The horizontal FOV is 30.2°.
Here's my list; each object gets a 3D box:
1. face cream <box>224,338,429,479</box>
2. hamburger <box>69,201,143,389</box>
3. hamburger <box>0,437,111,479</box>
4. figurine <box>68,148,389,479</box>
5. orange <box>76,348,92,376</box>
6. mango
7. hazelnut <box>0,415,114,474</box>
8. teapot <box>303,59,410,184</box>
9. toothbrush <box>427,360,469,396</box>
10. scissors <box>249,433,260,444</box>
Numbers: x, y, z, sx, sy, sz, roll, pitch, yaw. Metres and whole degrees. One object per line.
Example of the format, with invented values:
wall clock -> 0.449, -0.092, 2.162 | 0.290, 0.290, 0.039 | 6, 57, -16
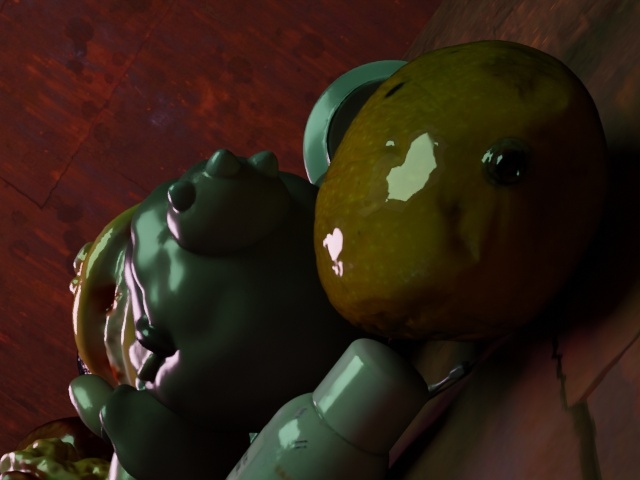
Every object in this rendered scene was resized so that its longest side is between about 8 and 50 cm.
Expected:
face cream -> -0.031, 0.175, 0.726 | 0.269, 0.082, 0.082 | -55, 5, 14
hamburger -> -0.174, 0.096, 1.440 | 0.261, 0.186, 0.303 | -24, -62, -48
hamburger -> -0.244, 0.291, 1.176 | 0.149, 0.237, 0.237 | -54, 4, -27
figurine -> -0.078, 0.103, 0.929 | 0.248, 0.203, 0.381 | 6, -65, -52
orange -> -0.237, 0.180, 1.698 | 0.182, 0.234, 0.234 | -63, 6, -4
mango -> 0.076, -0.029, 0.703 | 0.187, 0.144, 0.359 | -52, 3, 5
hazelnut -> -0.322, 0.362, 1.583 | 0.217, 0.217, 0.252 | 136, 144, -65
teapot -> 0.061, -0.070, 1.093 | 0.232, 0.159, 0.159 | -47, 4, -8
toothbrush -> 0.068, 0.094, 0.741 | 0.008, 0.006, 0.097 | -44, -2, -35
scissors -> -0.033, 0.153, 1.140 | 0.256, 0.030, 0.125 | -56, 3, -26
